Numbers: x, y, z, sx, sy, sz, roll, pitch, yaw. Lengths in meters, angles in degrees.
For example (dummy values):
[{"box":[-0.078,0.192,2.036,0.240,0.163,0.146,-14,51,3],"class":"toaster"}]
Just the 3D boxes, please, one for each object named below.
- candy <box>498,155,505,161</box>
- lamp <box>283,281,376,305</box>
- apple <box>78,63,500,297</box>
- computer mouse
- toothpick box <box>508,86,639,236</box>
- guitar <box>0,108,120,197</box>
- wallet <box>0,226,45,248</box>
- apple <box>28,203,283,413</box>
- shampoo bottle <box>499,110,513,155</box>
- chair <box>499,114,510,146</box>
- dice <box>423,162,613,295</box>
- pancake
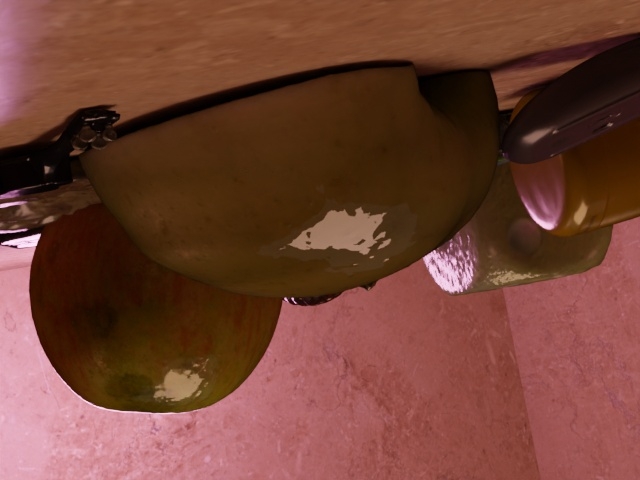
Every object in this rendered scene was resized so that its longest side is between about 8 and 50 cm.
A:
[{"box":[0.224,-0.134,1.700,0.097,0.062,0.194,-12,180,-8],"class":"candy"},{"box":[0.000,0.000,1.996,0.247,0.247,0.247,-11,179,0],"class":"lamp"},{"box":[-0.025,-0.083,1.138,0.360,0.312,0.320,-14,134,32],"class":"apple"},{"box":[0.275,-0.144,1.130,0.232,0.057,0.120,-26,164,1],"class":"computer mouse"},{"box":[0.374,-0.115,1.382,0.271,0.175,0.175,-14,180,-14],"class":"toothpick box"},{"box":[-0.232,-0.069,1.014,0.084,0.038,0.271,-12,180,-32],"class":"guitar"},{"box":[-0.340,-0.032,1.816,0.309,0.042,0.165,-11,-179,1],"class":"wallet"},{"box":[-0.212,0.069,1.571,0.339,0.339,0.339,-11,179,0],"class":"apple"},{"box":[0.177,-0.130,1.559,0.207,0.063,0.057,-13,-171,-11],"class":"shampoo bottle"},{"box":[0.191,-0.149,1.447,0.086,0.042,0.037,25,178,1],"class":"chair"},{"box":[0.310,-0.048,1.952,0.250,0.254,0.252,-11,178,-21],"class":"dice"},{"box":[-0.306,-0.049,1.252,0.222,0.042,0.236,-4,171,-44],"class":"pancake"}]
